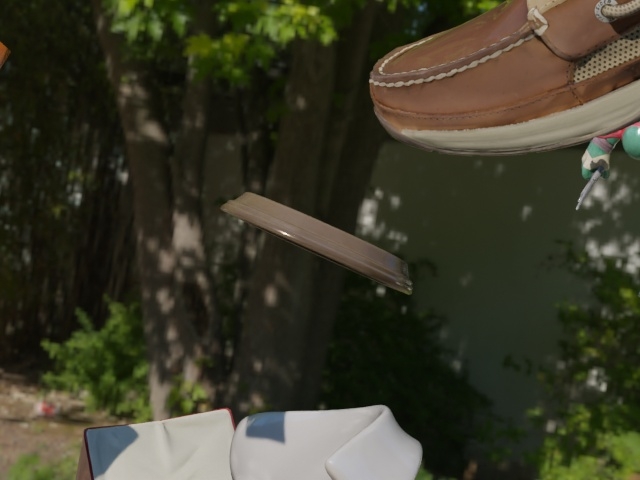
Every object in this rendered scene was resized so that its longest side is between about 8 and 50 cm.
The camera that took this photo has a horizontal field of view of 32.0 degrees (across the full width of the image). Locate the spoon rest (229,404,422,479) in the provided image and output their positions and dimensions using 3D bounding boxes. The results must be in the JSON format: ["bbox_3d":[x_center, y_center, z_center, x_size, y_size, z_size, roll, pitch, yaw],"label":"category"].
[{"bbox_3d":[0.006,0.175,0.826,0.137,0.084,0.276,49,-25,0],"label":"spoon rest"}]

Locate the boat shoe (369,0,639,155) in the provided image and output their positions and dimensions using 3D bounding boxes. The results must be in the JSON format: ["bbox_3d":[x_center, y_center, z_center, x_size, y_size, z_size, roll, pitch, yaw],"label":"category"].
[{"bbox_3d":[0.164,-0.132,0.545,0.324,0.116,0.123,-15,24,28],"label":"boat shoe"}]

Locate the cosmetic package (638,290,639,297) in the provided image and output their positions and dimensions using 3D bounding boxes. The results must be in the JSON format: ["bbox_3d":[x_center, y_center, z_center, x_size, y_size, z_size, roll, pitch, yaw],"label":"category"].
[{"bbox_3d":[0.351,-0.111,0.613,0.217,0.385,0.156,22,19,19],"label":"cosmetic package"}]

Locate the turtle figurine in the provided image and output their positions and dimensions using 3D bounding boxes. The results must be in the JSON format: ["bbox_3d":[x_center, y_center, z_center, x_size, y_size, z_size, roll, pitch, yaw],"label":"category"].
[{"bbox_3d":[0.331,-0.115,1.037,0.175,0.118,0.234,10,44,39],"label":"turtle figurine"}]

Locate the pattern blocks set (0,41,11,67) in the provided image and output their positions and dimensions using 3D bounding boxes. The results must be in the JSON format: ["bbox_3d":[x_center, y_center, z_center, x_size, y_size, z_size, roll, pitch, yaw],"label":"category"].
[{"bbox_3d":[-0.273,-0.004,0.582,0.026,0.285,0.325,49,6,-28],"label":"pattern blocks set"}]

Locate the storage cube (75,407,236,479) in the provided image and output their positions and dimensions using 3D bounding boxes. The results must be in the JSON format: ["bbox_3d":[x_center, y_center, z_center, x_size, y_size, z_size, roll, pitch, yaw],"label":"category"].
[{"bbox_3d":[-0.190,0.334,1.339,0.183,0.215,0.193,-5,-34,-20],"label":"storage cube"}]

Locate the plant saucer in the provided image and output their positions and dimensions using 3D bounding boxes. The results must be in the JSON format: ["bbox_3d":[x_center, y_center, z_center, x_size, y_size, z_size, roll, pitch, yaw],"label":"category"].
[{"bbox_3d":[0.000,0.000,1.476,0.277,0.041,0.278,23,-2,1],"label":"plant saucer"}]
